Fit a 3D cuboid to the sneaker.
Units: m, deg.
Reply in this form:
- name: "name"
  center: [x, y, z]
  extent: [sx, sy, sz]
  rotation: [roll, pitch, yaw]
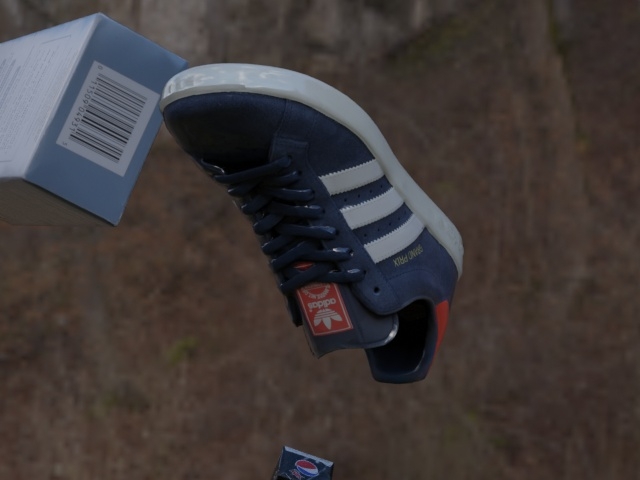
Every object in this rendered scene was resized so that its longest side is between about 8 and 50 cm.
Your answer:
- name: "sneaker"
  center: [0.000, 0.000, 1.345]
  extent: [0.131, 0.148, 0.350]
  rotation: [-11, -33, 35]

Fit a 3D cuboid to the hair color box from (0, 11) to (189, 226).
- name: "hair color box"
  center: [-0.286, -0.120, 1.895]
  extent: [0.114, 0.185, 0.374]
  rotation: [28, -11, -24]

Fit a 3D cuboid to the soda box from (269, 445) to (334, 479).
- name: "soda box"
  center: [-0.041, 0.294, 1.797]
  extent: [0.060, 0.169, 0.053]
  rotation: [20, 28, -5]
